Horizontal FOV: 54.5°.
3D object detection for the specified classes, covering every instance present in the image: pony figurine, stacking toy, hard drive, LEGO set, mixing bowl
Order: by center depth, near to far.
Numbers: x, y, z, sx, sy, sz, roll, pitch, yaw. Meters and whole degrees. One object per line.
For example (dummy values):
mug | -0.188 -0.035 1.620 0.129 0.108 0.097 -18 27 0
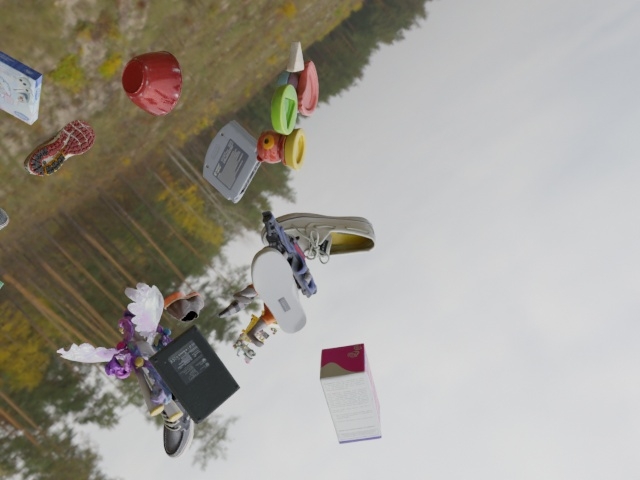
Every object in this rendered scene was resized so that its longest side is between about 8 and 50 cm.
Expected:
hard drive | -0.207 0.221 1.031 0.094 0.135 0.022 -38 -173 -32
mixing bowl | -0.479 -0.438 1.708 0.181 0.181 0.098 -32 165 31
stacking toy | -0.114 -0.380 1.739 0.279 0.131 0.308 60 40 -66
pony figurine | -0.508 0.317 1.744 0.303 0.363 0.351 -36 161 -9
LEGO set | -0.200 0.320 2.115 0.287 0.132 0.107 -24 157 -51

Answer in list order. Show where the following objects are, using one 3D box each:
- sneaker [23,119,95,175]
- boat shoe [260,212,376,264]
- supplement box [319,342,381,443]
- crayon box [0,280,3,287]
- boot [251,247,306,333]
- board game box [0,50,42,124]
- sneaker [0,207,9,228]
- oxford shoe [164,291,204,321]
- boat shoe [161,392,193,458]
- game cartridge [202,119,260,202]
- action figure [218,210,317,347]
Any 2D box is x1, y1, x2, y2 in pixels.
sneaker | -0.716 -0.258 1.699 0.093 0.088 0.225 3 -143 41
boat shoe | 0.001 0.008 1.949 0.368 0.135 0.156 1 -150 -12
supplement box | 0.075 0.374 1.518 0.114 0.219 0.111 -11 -151 9
crayon box | -0.898 0.095 1.414 0.165 0.279 0.081 -61 175 -18
boot | -0.109 0.095 1.436 0.095 0.258 0.123 -23 -141 -8
board game box | -0.432 -0.215 0.855 0.090 0.090 0.020 -51 -168 47
sneaker | -1.064 -0.099 1.884 0.112 0.120 0.299 -8 161 16
oxford shoe | -0.463 0.242 2.161 0.097 0.098 0.271 -37 169 7
boat shoe | -0.544 0.642 2.282 0.127 0.340 0.158 8 178 22
game cartridge | -0.331 -0.298 2.318 0.062 0.198 0.297 -35 168 -45
action figure | -0.156 0.080 1.765 0.179 0.341 0.330 -1 -140 30
